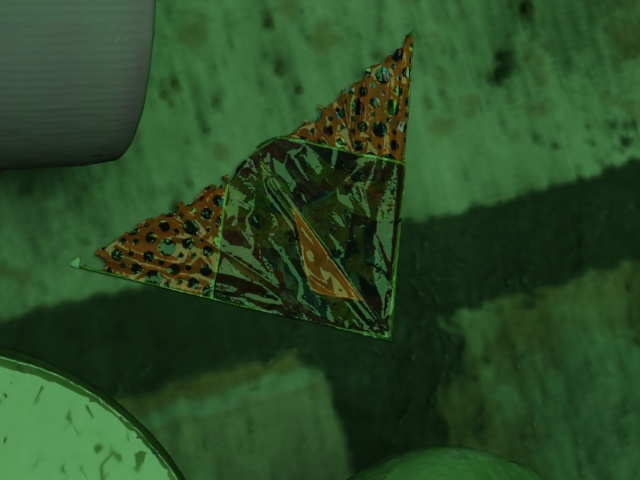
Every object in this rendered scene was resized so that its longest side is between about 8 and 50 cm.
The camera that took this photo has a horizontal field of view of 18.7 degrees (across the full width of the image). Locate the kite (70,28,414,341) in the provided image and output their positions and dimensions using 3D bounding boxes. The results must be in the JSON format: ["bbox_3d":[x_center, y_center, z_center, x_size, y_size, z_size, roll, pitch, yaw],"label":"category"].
[{"bbox_3d":[0.000,0.000,0.974,0.222,0.008,0.125,-36,93,-20],"label":"kite"}]

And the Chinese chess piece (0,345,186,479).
[{"bbox_3d":[-0.165,0.167,0.835,0.250,0.101,0.250,4,77,-16],"label":"Chinese chess piece"}]

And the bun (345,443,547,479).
[{"bbox_3d":[0.058,0.235,0.835,0.179,0.283,0.283,-33,89,21],"label":"bun"}]

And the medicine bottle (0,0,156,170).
[{"bbox_3d":[-0.242,-0.126,0.822,0.316,0.202,0.202,-1,79,-18],"label":"medicine bottle"}]
